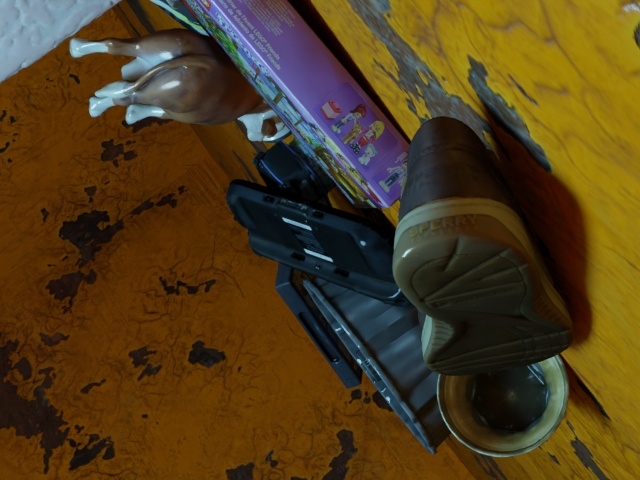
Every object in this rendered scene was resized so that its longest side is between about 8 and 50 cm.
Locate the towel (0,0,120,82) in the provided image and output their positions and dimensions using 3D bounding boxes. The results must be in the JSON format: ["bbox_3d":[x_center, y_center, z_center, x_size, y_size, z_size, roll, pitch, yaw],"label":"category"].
[{"bbox_3d":[-0.392,-0.385,1.513,0.053,0.332,0.317,51,174,33],"label":"towel"}]

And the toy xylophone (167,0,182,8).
[{"bbox_3d":[-0.233,-0.409,1.313,0.236,0.081,0.322,57,174,-36],"label":"toy xylophone"}]

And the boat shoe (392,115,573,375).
[{"bbox_3d":[0.120,0.014,0.885,0.342,0.123,0.123,51,-150,-62],"label":"boat shoe"}]

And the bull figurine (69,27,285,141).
[{"bbox_3d":[-0.149,-0.177,1.309,0.310,0.188,0.101,25,-117,-75],"label":"bull figurine"}]

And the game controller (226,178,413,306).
[{"bbox_3d":[0.000,0.000,1.573,0.319,0.067,0.166,18,144,42],"label":"game controller"}]

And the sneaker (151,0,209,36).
[{"bbox_3d":[-0.157,-0.291,1.408,0.234,0.084,0.097,49,175,47],"label":"sneaker"}]

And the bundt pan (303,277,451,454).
[{"bbox_3d":[0.118,0.157,1.731,0.331,0.124,0.331,54,176,5],"label":"bundt pan"}]

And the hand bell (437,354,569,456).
[{"bbox_3d":[0.212,0.170,1.183,0.126,0.126,0.242,51,-173,24],"label":"hand bell"}]

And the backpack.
[{"bbox_3d":[-0.027,-0.083,1.635,0.105,0.084,0.114,45,167,44],"label":"backpack"}]

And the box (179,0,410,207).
[{"bbox_3d":[-0.025,-0.158,1.116,0.293,0.057,0.201,49,176,-5],"label":"box"}]

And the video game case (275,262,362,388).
[{"bbox_3d":[0.010,0.076,1.966,0.248,0.035,0.275,56,-156,-30],"label":"video game case"}]

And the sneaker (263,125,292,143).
[{"bbox_3d":[-0.114,-0.222,1.566,0.234,0.078,0.106,42,166,49],"label":"sneaker"}]
